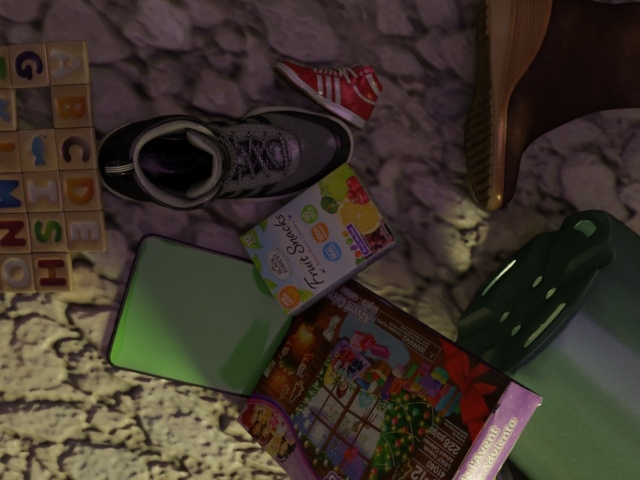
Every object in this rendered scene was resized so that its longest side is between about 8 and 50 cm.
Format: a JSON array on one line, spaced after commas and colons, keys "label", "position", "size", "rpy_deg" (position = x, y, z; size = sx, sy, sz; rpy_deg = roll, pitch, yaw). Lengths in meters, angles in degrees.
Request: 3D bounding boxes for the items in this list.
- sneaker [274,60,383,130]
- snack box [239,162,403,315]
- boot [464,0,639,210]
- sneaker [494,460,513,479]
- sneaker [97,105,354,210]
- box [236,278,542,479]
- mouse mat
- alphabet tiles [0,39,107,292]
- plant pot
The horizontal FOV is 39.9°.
[{"label": "sneaker", "position": [0.012, -0.174, 0.937], "size": [0.118, 0.042, 0.067], "rpy_deg": [30, 94, -23]}, {"label": "snack box", "position": [0.000, 0.000, 0.923], "size": [0.141, 0.037, 0.100], "rpy_deg": [-35, 75, 11]}, {"label": "boot", "position": [0.272, -0.153, 0.977], "size": [0.207, 0.090, 0.248], "rpy_deg": [2, 94, -12]}, {"label": "sneaker", "position": [0.249, 0.345, 1.048], "size": [0.121, 0.111, 0.300], "rpy_deg": [-32, 112, -14]}, {"label": "sneaker", "position": [-0.084, -0.078, 0.870], "size": [0.269, 0.153, 0.101], "rpy_deg": [-6, 100, -13]}, {"label": "box", "position": [0.051, 0.167, 0.869], "size": [0.057, 0.293, 0.201], "rpy_deg": [30, 90, -38]}, {"label": "mouse mat", "position": [-0.123, 0.087, 0.961], "size": [0.190, 0.007, 0.152], "rpy_deg": [16, 94, -16]}, {"label": "alphabet tiles", "position": [-0.303, -0.066, 0.847], "size": [0.198, 0.009, 0.237], "rpy_deg": [-1, 99, 15]}, {"label": "plant pot", "position": [0.329, 0.165, 0.931], "size": [0.334, 0.341, 0.341], "rpy_deg": [41, 87, -8]}]
